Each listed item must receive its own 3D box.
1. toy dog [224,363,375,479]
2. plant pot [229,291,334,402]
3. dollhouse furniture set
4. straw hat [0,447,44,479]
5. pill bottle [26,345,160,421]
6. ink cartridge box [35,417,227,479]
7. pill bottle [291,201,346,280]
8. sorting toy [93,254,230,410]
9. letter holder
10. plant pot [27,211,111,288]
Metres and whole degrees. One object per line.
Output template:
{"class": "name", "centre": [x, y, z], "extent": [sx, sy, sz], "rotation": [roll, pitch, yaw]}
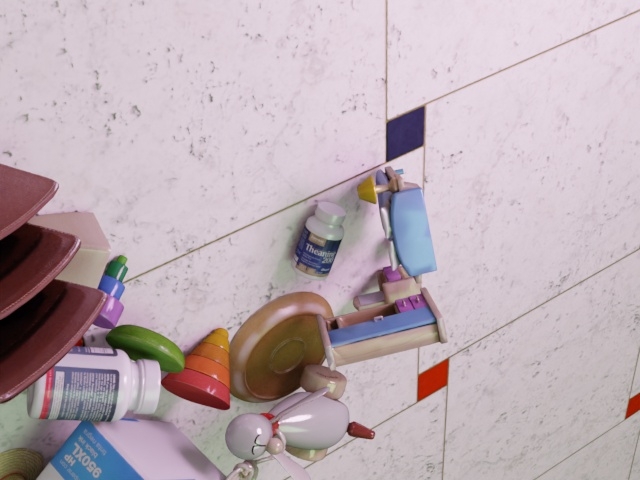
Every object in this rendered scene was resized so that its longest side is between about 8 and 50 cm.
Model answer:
{"class": "toy dog", "centre": [-0.019, 0.325, 1.815], "extent": [0.333, 0.161, 0.220], "rotation": [-38, 139, -54]}
{"class": "plant pot", "centre": [-0.064, 0.197, 1.908], "extent": [0.236, 0.032, 0.236], "rotation": [-24, 134, -27]}
{"class": "dollhouse furniture set", "centre": [0.069, 0.013, 1.800], "extent": [0.198, 0.286, 0.303], "rotation": [-13, 110, -3]}
{"class": "straw hat", "centre": [-0.480, 0.396, 1.671], "extent": [0.144, 0.061, 0.144], "rotation": [-24, 135, -27]}
{"class": "pill bottle", "centre": [-0.331, 0.210, 1.580], "extent": [0.180, 0.108, 0.108], "rotation": [6, 118, -21]}
{"class": "ink cartridge box", "centre": [-0.367, 0.481, 1.707], "extent": [0.395, 0.166, 0.285], "rotation": [-52, 158, 3]}
{"class": "pill bottle", "centre": [0.000, 0.000, 1.781], "extent": [0.067, 0.067, 0.120], "rotation": [-1, 121, -41]}
{"class": "sorting toy", "centre": [-0.236, 0.136, 1.679], "extent": [0.365, 0.127, 0.126], "rotation": [50, 54, -47]}
{"class": "letter holder", "centre": [-0.377, 0.038, 1.242], "extent": [0.302, 0.214, 0.152], "rotation": [-59, 163, -67]}
{"class": "plant pot", "centre": [-0.357, 0.023, 1.460], "extent": [0.096, 0.109, 0.109], "rotation": [12, 113, -32]}
